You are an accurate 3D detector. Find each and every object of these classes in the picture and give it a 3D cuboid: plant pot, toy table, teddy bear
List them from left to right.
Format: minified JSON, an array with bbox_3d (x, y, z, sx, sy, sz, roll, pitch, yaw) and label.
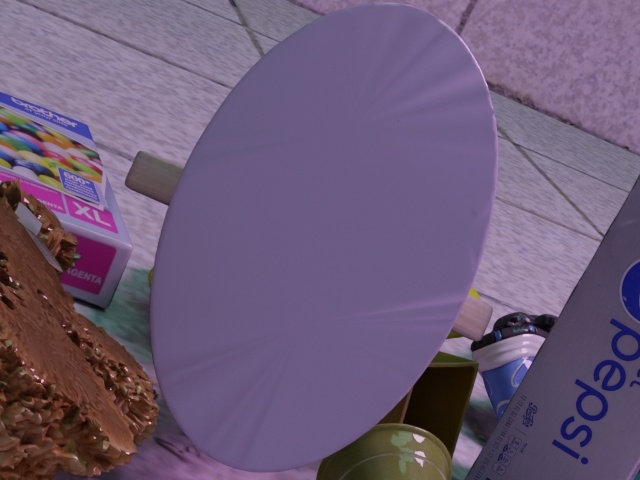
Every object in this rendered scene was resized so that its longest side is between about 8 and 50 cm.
[{"bbox_3d":[-0.199,0.035,0.828,0.245,0.113,0.338,43,8,-46],"label":"teddy bear"},{"bbox_3d":[0.000,0.000,0.935,0.252,0.274,0.161,35,-2,-3],"label":"toy table"},{"bbox_3d":[0.046,0.109,1.075,0.083,0.081,0.081,21,9,35],"label":"plant pot"},{"bbox_3d":[0.043,0.164,0.899,0.083,0.083,0.079,21,28,-19],"label":"plant pot"}]

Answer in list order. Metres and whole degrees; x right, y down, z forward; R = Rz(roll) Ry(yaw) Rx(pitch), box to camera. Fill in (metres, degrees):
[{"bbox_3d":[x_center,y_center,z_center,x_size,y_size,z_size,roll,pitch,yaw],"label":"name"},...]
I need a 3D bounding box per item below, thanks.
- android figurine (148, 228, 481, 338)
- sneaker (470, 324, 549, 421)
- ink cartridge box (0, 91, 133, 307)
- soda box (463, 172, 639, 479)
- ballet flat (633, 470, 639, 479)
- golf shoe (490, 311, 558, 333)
[{"bbox_3d":[-0.010,0.031,1.144,0.248,0.056,0.273,10,5,33],"label":"android figurine"},{"bbox_3d":[0.193,0.137,1.262,0.211,0.080,0.081,24,51,-45],"label":"sneaker"},{"bbox_3d":[-0.258,-0.062,1.183,0.186,0.065,0.311,20,14,-23],"label":"ink cartridge box"},{"bbox_3d":[0.209,0.074,1.050,0.098,0.286,0.091,31,14,15],"label":"soda box"},{"bbox_3d":[0.249,0.192,1.206,0.041,0.041,0.114,20,17,-22],"label":"ballet flat"},{"bbox_3d":[0.248,0.106,1.384,0.198,0.077,0.094,17,-4,4],"label":"golf shoe"}]
